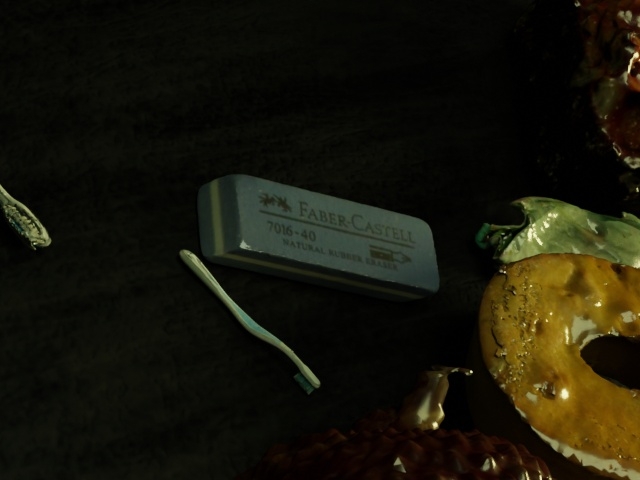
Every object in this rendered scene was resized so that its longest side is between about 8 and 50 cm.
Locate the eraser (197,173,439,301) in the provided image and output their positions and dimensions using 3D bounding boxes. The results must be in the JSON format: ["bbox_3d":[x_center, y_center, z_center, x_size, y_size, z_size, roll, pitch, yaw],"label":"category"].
[{"bbox_3d":[0.000,0.000,1.215,0.225,0.036,0.082,14,52,-27],"label":"eraser"}]

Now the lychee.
[{"bbox_3d":[0.053,0.229,0.920,0.264,0.264,0.300,20,67,-21],"label":"lychee"}]

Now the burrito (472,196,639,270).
[{"bbox_3d":[0.292,0.017,1.383,0.309,0.066,0.096,11,54,-24],"label":"burrito"}]

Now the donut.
[{"bbox_3d":[0.253,0.131,1.207,0.277,0.108,0.278,10,46,-11],"label":"donut"}]

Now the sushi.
[{"bbox_3d":[0.332,-0.178,1.484,0.196,0.182,0.343,23,49,-27],"label":"sushi"}]

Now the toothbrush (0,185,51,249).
[{"bbox_3d":[-0.311,-0.101,1.087,0.024,0.026,0.288,-41,81,-4],"label":"toothbrush"}]

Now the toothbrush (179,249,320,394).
[{"bbox_3d":[-0.059,0.065,1.137,0.162,0.017,0.014,47,23,5],"label":"toothbrush"}]
